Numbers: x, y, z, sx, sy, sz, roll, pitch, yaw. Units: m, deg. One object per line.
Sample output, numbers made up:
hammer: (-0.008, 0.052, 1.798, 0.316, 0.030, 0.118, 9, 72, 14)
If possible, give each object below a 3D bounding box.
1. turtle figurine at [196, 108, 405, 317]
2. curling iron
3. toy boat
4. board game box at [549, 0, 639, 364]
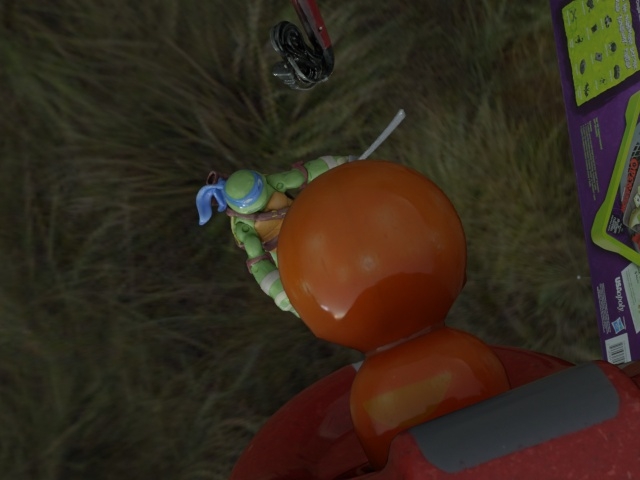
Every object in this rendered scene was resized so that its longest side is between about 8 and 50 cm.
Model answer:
turtle figurine: (0.000, 0.000, 1.703, 0.274, 0.266, 0.198, -11, 68, 8)
curling iron: (-0.042, -0.250, 1.167, 0.035, 0.068, 0.274, -2, 119, 30)
toy boat: (0.032, 0.047, 0.429, 0.151, 0.231, 0.151, -19, 85, -9)
board game box: (0.277, -0.074, 1.056, 0.056, 0.208, 0.347, 4, 70, -26)
